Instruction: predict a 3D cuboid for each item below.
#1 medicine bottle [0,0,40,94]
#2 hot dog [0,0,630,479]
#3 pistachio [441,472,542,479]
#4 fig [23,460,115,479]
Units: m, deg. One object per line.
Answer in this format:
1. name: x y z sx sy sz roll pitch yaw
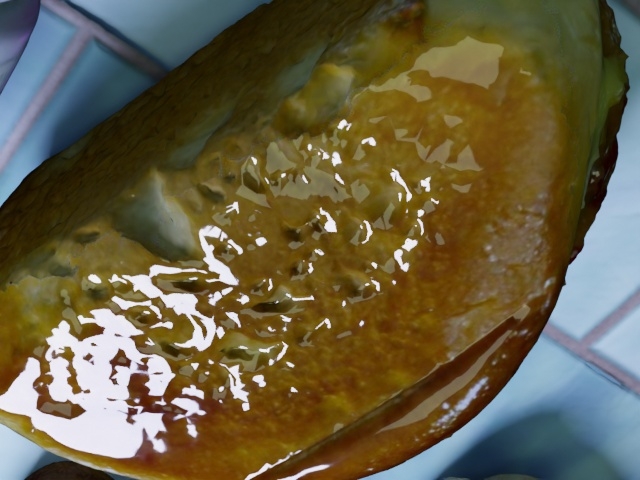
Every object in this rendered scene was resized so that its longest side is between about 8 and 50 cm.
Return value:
1. medicine bottle: -0.231 -0.116 0.591 0.152 0.152 0.254 31 121 -15
2. hot dog: 0.000 -0.001 0.626 0.405 0.185 0.223 -32 114 23
3. pistachio: 0.102 0.266 0.834 0.157 0.157 0.229 19 118 -8
4. fig: -0.162 0.258 0.859 0.201 0.133 0.146 32 131 -26
